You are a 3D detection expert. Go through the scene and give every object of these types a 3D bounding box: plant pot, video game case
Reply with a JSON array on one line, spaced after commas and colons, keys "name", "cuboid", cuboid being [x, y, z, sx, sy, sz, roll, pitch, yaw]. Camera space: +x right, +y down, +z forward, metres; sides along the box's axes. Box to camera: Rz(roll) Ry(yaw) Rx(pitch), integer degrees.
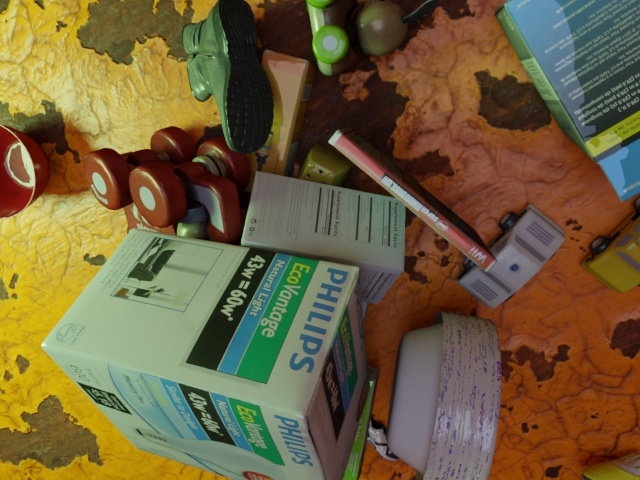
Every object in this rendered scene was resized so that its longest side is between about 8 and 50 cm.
[{"name": "plant pot", "cuboid": [0.000, -0.111, 0.862, 0.082, 0.083, 0.081, 29, 109, 2]}, {"name": "video game case", "cuboid": [0.141, -0.076, 0.782, 0.285, 0.204, 0.025, 39, 106, -2]}]

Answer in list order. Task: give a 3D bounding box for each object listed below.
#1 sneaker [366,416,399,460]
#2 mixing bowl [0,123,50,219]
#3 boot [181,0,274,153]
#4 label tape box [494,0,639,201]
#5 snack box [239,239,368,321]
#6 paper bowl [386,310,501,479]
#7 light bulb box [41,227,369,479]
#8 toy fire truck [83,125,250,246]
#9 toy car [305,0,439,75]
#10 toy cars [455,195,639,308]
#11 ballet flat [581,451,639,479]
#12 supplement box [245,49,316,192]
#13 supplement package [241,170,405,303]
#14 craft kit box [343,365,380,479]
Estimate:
[{"name": "sneaker", "cuboid": [0.123, 0.396, 1.008, 0.109, 0.040, 0.043, 39, 107, -3]}, {"name": "mixing bowl", "cuboid": [-0.587, -0.137, 0.953, 0.182, 0.098, 0.181, 3, 105, 10]}, {"name": "boot", "cuboid": [-0.158, -0.251, 0.819, 0.161, 0.084, 0.246, -6, 92, 53]}, {"name": "label tape box", "cuboid": [0.446, -0.262, 0.725, 0.241, 0.106, 0.333, -32, 98, 16]}, {"name": "snack box", "cuboid": [-0.073, 0.107, 0.949, 0.322, 0.060, 0.187, 12, 106, 6]}, {"name": "paper bowl", "cuboid": [0.192, 0.257, 0.827, 0.148, 0.284, 0.284, 10, 107, 8]}, {"name": "light bulb box", "cuboid": [-0.130, 0.198, 0.767, 0.361, 0.225, 0.357, 9, 139, 17]}, {"name": "toy fire truck", "cuboid": [-0.243, -0.042, 0.859, 0.302, 0.169, 0.253, 19, 127, 33]}, {"name": "toy car", "cuboid": [0.076, -0.337, 0.755, 0.189, 0.155, 0.148, -10, 104, 3]}, {"name": "toy cars", "cuboid": [0.420, 0.021, 0.821, 0.394, 0.087, 0.176, -9, 104, 13]}, {"name": "ballet flat", "cuboid": [0.598, 0.435, 0.923, 0.231, 0.077, 0.077, 17, 87, 2]}, {"name": "supplement box", "cuboid": [-0.074, -0.193, 0.856, 0.078, 0.080, 0.233, 17, 106, 6]}, {"name": "supplement package", "cuboid": [0.000, 0.000, 0.816, 0.244, 0.133, 0.139, 11, 149, -7]}, {"name": "craft kit box", "cuboid": [-0.025, 0.337, 0.993, 0.247, 0.061, 0.249, 14, 108, 18]}]
